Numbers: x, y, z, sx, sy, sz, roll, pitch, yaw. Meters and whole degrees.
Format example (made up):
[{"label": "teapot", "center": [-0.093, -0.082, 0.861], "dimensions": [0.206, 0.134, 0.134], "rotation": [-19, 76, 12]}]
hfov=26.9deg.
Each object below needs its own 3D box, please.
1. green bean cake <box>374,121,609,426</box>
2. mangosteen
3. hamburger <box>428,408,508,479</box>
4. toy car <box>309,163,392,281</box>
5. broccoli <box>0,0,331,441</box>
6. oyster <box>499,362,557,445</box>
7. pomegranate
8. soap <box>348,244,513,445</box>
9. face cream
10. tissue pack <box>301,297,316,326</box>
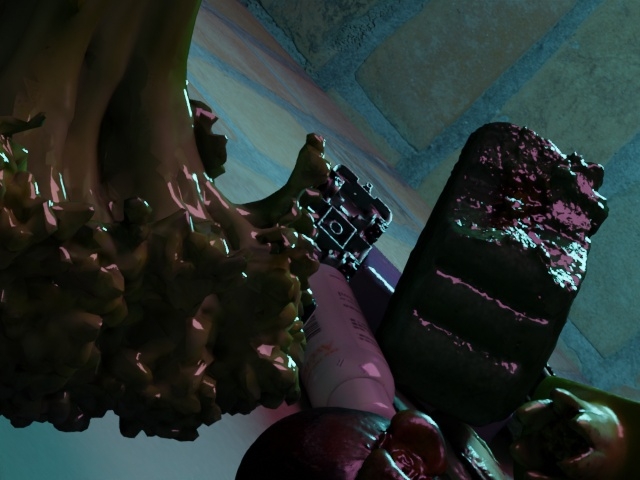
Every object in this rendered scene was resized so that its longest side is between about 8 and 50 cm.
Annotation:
[{"label": "green bean cake", "center": [0.180, 0.032, 1.387], "dimensions": [0.169, 0.300, 0.308], "rotation": [27, -1, 3]}, {"label": "mangosteen", "center": [0.020, 0.168, 0.833], "dimensions": [0.152, 0.152, 0.152], "rotation": [44, 9, -9]}, {"label": "hamburger", "center": [0.143, 0.233, 1.349], "dimensions": [0.133, 0.062, 0.140], "rotation": [41, 8, -31]}, {"label": "toy car", "center": [0.000, 0.000, 1.566], "dimensions": [0.097, 0.100, 0.191], "rotation": [44, 43, -6]}, {"label": "broccoli", "center": [-0.168, -0.062, 0.677], "dimensions": [0.338, 0.317, 0.277], "rotation": [8, 9, 23]}, {"label": "oyster", "center": [0.277, 0.213, 1.815], "dimensions": [0.198, 0.112, 0.268], "rotation": [55, -4, 22]}, {"label": "pomegranate", "center": [0.332, 0.281, 1.493], "dimensions": [0.358, 0.216, 0.309], "rotation": [17, 1, -43]}, {"label": "soap", "center": [0.120, 0.127, 1.634], "dimensions": [0.259, 0.081, 0.181], "rotation": [45, 9, -3]}, {"label": "face cream", "center": [0.017, 0.110, 1.260], "dimensions": [0.082, 0.082, 0.269], "rotation": [41, 10, -24]}, {"label": "tissue pack", "center": [-0.094, 0.033, 1.052], "dimensions": [0.170, 0.103, 0.090], "rotation": [38, 5, -42]}]
